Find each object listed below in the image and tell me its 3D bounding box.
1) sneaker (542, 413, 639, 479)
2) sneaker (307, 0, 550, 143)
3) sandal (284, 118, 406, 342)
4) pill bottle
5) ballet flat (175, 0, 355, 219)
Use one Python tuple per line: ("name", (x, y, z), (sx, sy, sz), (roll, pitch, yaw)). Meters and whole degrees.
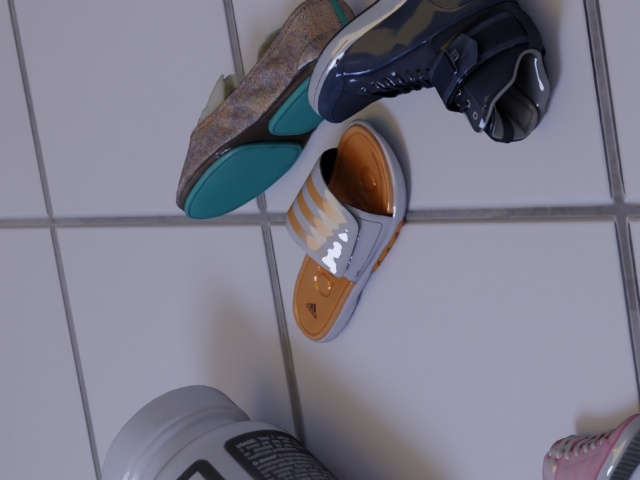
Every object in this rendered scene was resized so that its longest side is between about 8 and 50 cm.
("sneaker", (0.221, 0.176, 1.240), (0.070, 0.051, 0.134), (45, 139, 28))
("sneaker", (0.091, -0.127, 1.261), (0.226, 0.086, 0.163), (-43, 67, 37))
("sandal", (0.006, 0.007, 1.453), (0.102, 0.076, 0.265), (48, 136, 33))
("pill bottle", (-0.057, 0.314, 1.532), (0.363, 0.210, 0.210), (40, 131, 40))
("ballet flat", (-0.052, -0.133, 1.479), (0.316, 0.108, 0.106), (-39, 59, 44))
